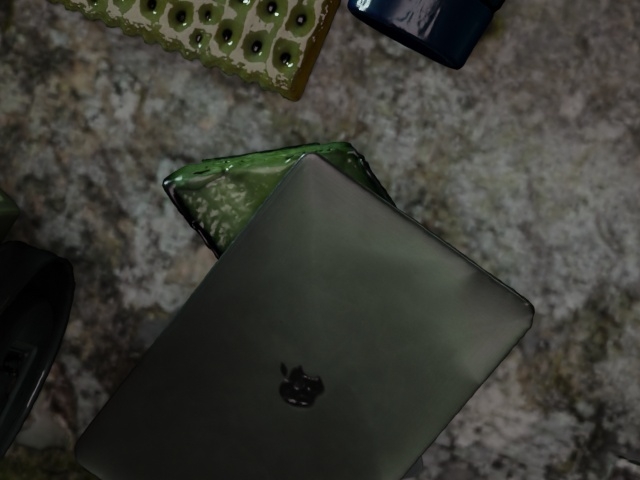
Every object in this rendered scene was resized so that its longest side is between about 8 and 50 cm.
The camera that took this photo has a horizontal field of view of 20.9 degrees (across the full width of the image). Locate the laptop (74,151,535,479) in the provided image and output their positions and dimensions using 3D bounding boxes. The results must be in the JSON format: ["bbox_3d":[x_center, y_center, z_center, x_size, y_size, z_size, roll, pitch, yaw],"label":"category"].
[{"bbox_3d":[-0.013,0.093,1.122,0.187,0.015,0.269,35,107,-13],"label":"laptop"}]

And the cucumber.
[{"bbox_3d":[0.000,0.000,1.134,0.115,0.086,0.193,-38,99,5],"label":"cucumber"}]

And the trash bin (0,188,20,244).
[{"bbox_3d":[-0.305,0.056,1.070,0.121,0.243,0.247,35,92,0],"label":"trash bin"}]

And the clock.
[{"bbox_3d":[-0.217,0.086,1.097,0.040,0.184,0.185,25,95,8],"label":"clock"}]

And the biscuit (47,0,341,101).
[{"bbox_3d":[-0.095,-0.196,1.152,0.231,0.016,0.139,23,96,0],"label":"biscuit"}]

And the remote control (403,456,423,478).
[{"bbox_3d":[-0.024,0.151,1.174,0.184,0.027,0.050,-10,104,-2],"label":"remote control"}]

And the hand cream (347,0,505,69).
[{"bbox_3d":[0.117,-0.247,1.123,0.120,0.061,0.271,29,90,-2],"label":"hand cream"}]
